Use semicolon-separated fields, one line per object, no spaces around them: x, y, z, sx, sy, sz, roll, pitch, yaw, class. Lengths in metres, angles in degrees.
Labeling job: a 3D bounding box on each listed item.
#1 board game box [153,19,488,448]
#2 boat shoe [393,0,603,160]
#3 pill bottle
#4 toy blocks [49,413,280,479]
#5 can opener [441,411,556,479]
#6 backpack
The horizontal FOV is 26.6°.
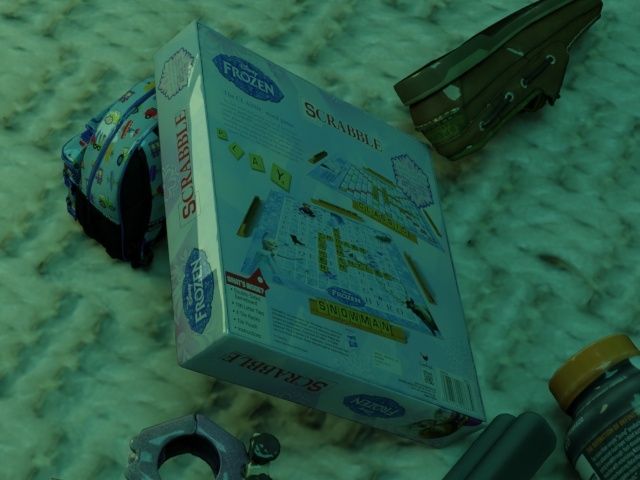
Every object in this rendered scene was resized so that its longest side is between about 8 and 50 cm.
0.000;0.000;1.207;0.319;0.066;0.317;24;45;-40;board game box
0.204;-0.180;1.438;0.307;0.111;0.104;-33;96;-32;boat shoe
0.299;0.200;1.172;0.130;0.130;0.245;-23;62;-18;pill bottle
-0.191;0.296;0.968;0.260;0.309;0.288;11;56;-5;toy blocks
0.112;0.265;1.165;0.093;0.074;0.280;48;62;-15;can opener
-0.169;-0.083;1.295;0.117;0.173;0.158;37;63;18;backpack
